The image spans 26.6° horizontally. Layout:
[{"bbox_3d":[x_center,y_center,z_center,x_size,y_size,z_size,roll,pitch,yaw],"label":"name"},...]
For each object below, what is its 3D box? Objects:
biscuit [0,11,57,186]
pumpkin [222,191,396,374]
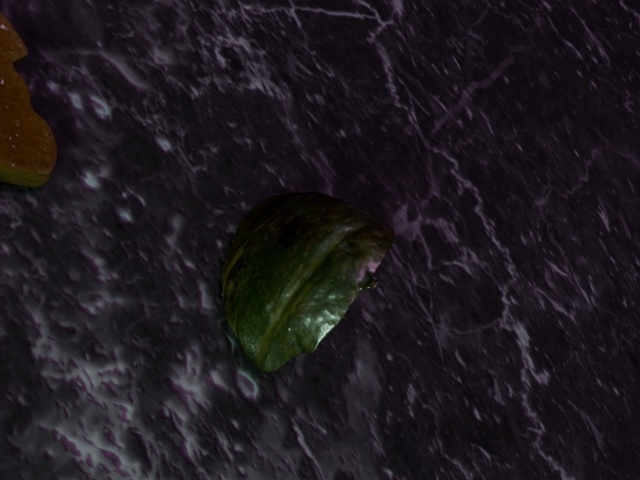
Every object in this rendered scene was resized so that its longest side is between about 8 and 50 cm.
[{"bbox_3d":[-0.369,-0.135,1.137,0.278,0.043,0.301,57,39,0],"label":"biscuit"},{"bbox_3d":[-0.002,-0.004,1.338,0.111,0.163,0.278,47,36,-11],"label":"pumpkin"}]
